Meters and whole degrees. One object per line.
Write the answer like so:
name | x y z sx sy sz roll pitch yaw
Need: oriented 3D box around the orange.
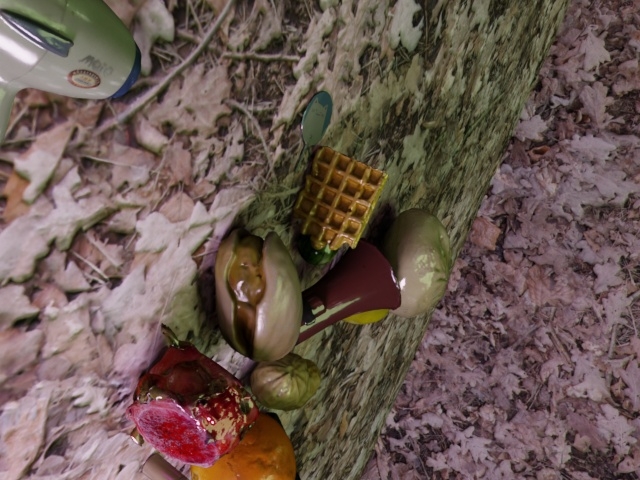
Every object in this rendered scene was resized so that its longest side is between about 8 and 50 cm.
orange | -0.170 0.491 1.163 0.240 0.240 0.240 -45 149 -37

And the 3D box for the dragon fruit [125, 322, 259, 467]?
dragon fruit | -0.235 0.289 0.912 0.147 0.211 0.282 -53 127 -39

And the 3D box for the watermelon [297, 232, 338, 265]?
watermelon | -0.004 0.003 1.211 0.109 0.109 0.109 -45 149 -37

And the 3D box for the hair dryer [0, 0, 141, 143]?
hair dryer | -0.332 -0.157 0.429 0.298 0.119 0.296 -47 146 -8

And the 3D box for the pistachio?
pistachio | -0.113 0.108 1.017 0.197 0.166 0.287 -70 167 -62

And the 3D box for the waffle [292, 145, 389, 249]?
waffle | 0.029 -0.078 1.129 0.210 0.161 0.055 -65 165 8

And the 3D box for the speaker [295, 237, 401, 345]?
speaker | -0.006 0.145 1.276 0.330 0.259 0.198 -27 100 -13

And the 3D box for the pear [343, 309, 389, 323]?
pear | 0.111 0.145 1.466 0.198 0.198 0.198 -45 149 -37

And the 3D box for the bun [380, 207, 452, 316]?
bun | 0.290 0.081 1.643 0.326 0.235 0.361 -63 167 -54

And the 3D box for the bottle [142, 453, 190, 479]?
bottle | -0.302 0.465 1.044 0.045 0.097 0.045 -47 151 -36

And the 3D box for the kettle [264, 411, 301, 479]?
kettle | -0.164 0.625 1.417 0.203 0.262 0.308 -22 149 -6

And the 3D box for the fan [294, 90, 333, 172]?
fan | -0.018 -0.219 1.080 0.113 0.005 0.175 14 99 -66

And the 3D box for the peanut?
peanut | -0.081 0.358 1.343 0.147 0.147 0.305 -60 159 -11
